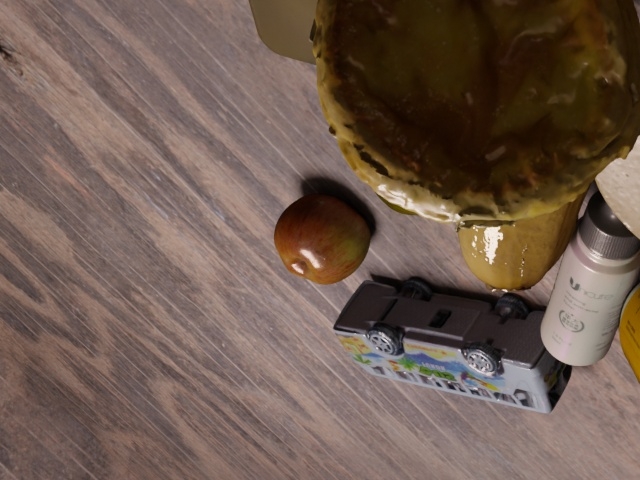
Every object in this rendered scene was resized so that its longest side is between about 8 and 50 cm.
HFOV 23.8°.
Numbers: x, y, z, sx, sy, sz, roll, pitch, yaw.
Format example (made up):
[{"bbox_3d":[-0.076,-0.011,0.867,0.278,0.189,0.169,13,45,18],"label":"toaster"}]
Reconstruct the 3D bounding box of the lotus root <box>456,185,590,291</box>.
[{"bbox_3d":[0.219,-0.065,1.638,0.130,0.146,0.303,30,135,22],"label":"lotus root"}]

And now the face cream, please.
[{"bbox_3d":[0.320,0.032,1.741,0.092,0.092,0.311,29,150,15],"label":"face cream"}]

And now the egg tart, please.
[{"bbox_3d":[0.153,-0.175,1.476,0.341,0.341,0.132,28,-175,16],"label":"egg tart"}]

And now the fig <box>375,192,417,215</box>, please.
[{"bbox_3d":[0.173,-0.075,1.765,0.236,0.124,0.124,14,151,-7],"label":"fig"}]

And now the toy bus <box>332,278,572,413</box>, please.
[{"bbox_3d":[0.182,0.141,2.026,0.329,0.109,0.136,9,141,39],"label":"toy bus"}]

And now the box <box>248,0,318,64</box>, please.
[{"bbox_3d":[0.025,-0.263,1.642,0.201,0.090,0.144,19,146,30],"label":"box"}]

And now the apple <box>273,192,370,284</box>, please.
[{"bbox_3d":[0.001,-0.001,2.025,0.126,0.102,0.126,26,149,17],"label":"apple"}]

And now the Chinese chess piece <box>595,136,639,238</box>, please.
[{"bbox_3d":[0.397,-0.076,1.494,0.273,0.102,0.273,29,150,18],"label":"Chinese chess piece"}]

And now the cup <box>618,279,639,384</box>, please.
[{"bbox_3d":[0.411,0.124,1.590,0.196,0.196,0.280,44,-173,-12],"label":"cup"}]
